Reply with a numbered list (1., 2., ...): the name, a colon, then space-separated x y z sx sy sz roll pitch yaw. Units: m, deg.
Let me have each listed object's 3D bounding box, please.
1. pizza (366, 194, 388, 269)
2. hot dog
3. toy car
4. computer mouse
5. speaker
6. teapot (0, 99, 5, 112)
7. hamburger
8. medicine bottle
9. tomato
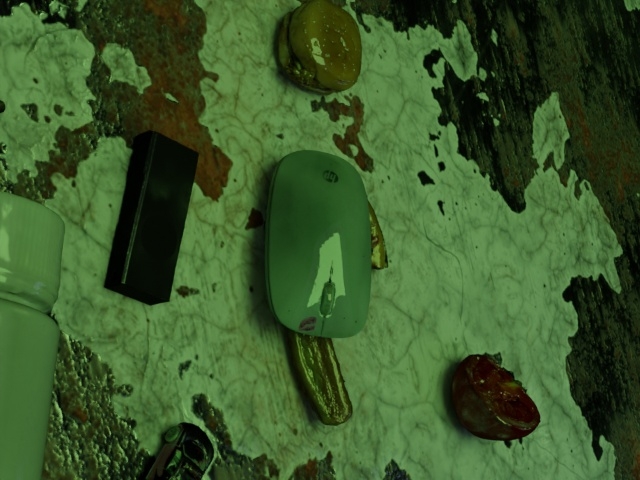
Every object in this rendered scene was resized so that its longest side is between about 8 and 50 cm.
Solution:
1. pizza: 0.025 -0.023 1.800 0.176 0.036 0.185 -24 96 -45
2. hot dog: -0.012 0.164 1.704 0.066 0.047 0.216 -19 87 -16
3. toy car: -0.179 0.296 1.497 0.069 0.055 0.142 49 51 -29
4. computer mouse: 0.003 -0.004 1.684 0.159 0.097 0.288 11 57 -23
5. speaker: -0.221 -0.030 1.549 0.082 0.044 0.218 27 61 -37
6. teapot: -0.400 -0.147 1.385 0.110 0.085 0.080 -10 88 -65
7. hamburger: 0.000 -0.298 1.817 0.138 0.083 0.147 18 64 -36
8. medicine bottle: -0.383 0.144 1.225 0.211 0.211 0.372 19 66 -40
9. tomato: 0.272 0.269 1.932 0.159 0.091 0.139 52 32 15
